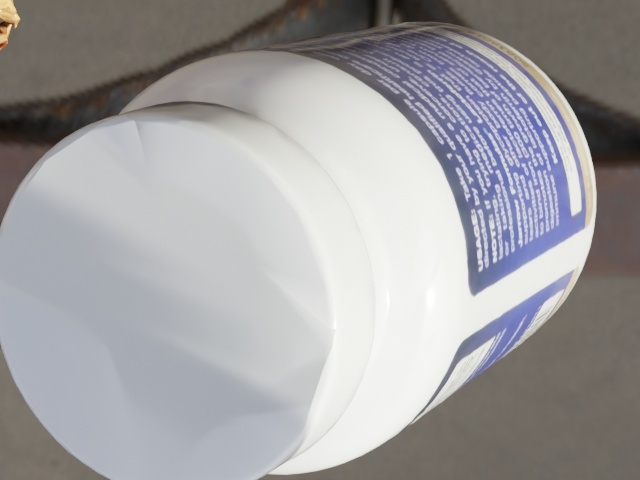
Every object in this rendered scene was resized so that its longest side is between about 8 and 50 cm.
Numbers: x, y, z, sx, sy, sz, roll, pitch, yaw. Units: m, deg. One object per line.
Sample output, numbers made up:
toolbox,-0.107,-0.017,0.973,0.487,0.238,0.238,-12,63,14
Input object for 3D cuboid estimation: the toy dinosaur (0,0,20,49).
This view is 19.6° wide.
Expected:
toy dinosaur,-0.226,-0.158,0.671,0.218,0.322,0.164,-45,127,-13

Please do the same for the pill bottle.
pill bottle,0.000,0.000,0.696,0.153,0.265,0.153,4,101,22
